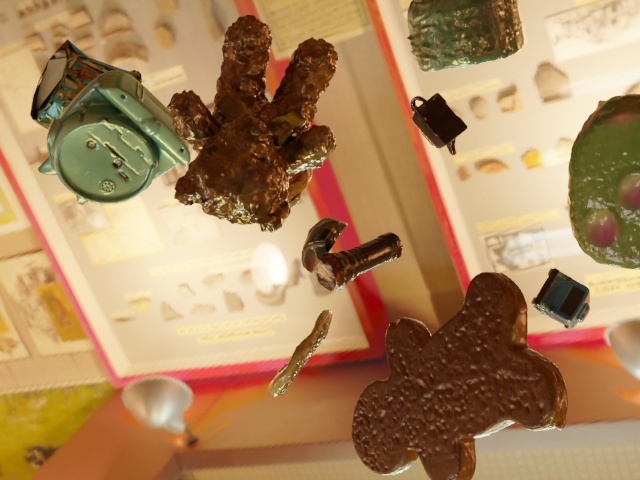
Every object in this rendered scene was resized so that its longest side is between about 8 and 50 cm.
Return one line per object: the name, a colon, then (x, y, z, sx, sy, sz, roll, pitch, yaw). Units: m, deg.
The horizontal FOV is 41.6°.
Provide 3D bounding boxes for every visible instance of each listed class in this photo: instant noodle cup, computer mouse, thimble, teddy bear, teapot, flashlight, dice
instant noodle cup: (-0.544, -0.322, 1.935, 0.240, 0.178, 0.240, -31, -132, 42)
computer mouse: (-0.003, 0.000, 2.076, 0.126, 0.071, 0.231, -57, -177, -18)
thimble: (0.278, -0.418, 1.650, 0.235, 0.143, 0.198, -18, -163, -13)
teddy bear: (-0.094, -0.174, 1.195, 0.246, 0.296, 0.222, 17, -176, -4)
teapot: (0.289, -0.290, 2.127, 0.087, 0.177, 0.096, -39, 176, -22)
flashlight: (0.094, 0.042, 1.995, 0.232, 0.093, 0.093, -24, -163, -37)
dice: (0.685, -0.109, 1.609, 0.318, 0.330, 0.322, -4, -170, -40)

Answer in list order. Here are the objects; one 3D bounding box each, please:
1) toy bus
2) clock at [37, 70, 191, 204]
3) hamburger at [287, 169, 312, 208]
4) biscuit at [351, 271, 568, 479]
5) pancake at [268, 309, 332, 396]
toy bus: (0.514, 0.128, 1.785, 0.106, 0.090, 0.185, 30, 180, 21)
clock: (-0.398, -0.166, 1.588, 0.274, 0.223, 0.094, -37, -147, 17)
hamburger: (-0.136, -0.181, 2.477, 0.244, 0.163, 0.244, -45, -160, 21)
biscuit: (0.192, 0.236, 1.308, 0.064, 0.283, 0.432, 5, 143, -35)
pancake: (-0.047, 0.291, 2.132, 0.282, 0.049, 0.282, -53, 173, -9)
